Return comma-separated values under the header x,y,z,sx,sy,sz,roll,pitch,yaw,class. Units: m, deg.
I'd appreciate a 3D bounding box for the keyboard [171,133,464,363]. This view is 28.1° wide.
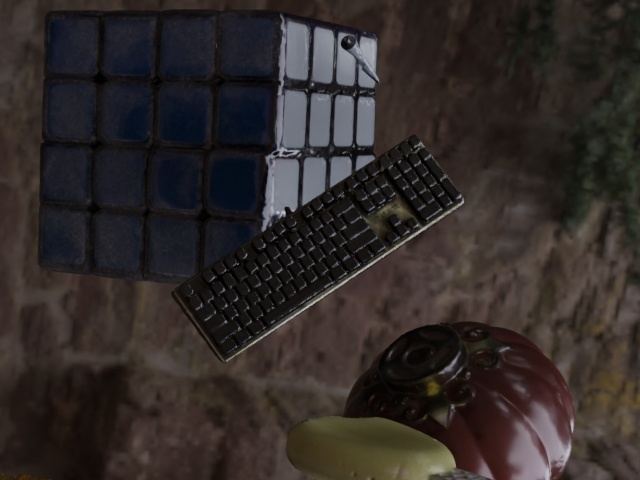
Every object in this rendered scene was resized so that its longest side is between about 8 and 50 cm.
x,y,z,sx,sy,sz,roll,pitch,yaw,class
0.000,0.000,1.319,0.106,0.317,0.027,52,-18,12,keyboard

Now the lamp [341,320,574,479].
x,y,z,sx,sy,sz,roll,pitch,yaw,class
0.170,0.238,1.621,0.257,0.303,0.303,65,-3,-26,lamp

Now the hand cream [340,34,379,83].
x,y,z,sx,sy,sz,roll,pitch,yaw,class
0.047,-0.215,1.506,0.019,0.093,0.030,-46,-118,3,hand cream

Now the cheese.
x,y,z,sx,sy,sz,roll,pitch,yaw,class
0.096,0.211,1.167,0.255,0.127,0.050,11,-83,37,cheese

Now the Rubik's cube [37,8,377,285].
x,y,z,sx,sy,sz,roll,pitch,yaw,class
-0.139,-0.123,1.681,0.344,0.345,0.337,-9,103,-65,Rubik's cube

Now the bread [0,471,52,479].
x,y,z,sx,sy,sz,roll,pitch,yaw,class
-0.470,0.528,1.954,0.179,0.194,0.340,-56,140,-57,bread
